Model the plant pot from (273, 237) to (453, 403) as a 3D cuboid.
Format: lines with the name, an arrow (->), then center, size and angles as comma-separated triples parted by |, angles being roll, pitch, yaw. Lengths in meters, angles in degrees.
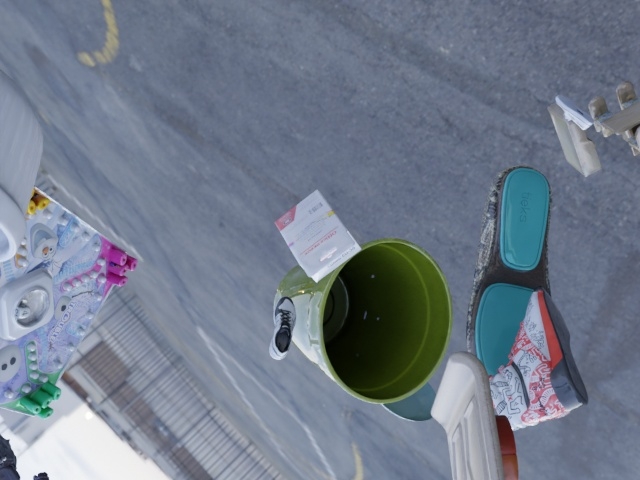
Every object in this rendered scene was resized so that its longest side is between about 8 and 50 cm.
plant pot -> 0.064, 0.176, 1.702 | 0.367, 0.366, 0.353 | 55, 156, -20

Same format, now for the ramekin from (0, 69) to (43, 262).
ramekin -> -0.309, -0.073, 0.516 | 0.207, 0.109, 0.207 | 10, 156, 4

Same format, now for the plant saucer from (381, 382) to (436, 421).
plant saucer -> 0.201, 0.386, 1.751 | 0.195, 0.195, 0.038 | 40, 122, 24

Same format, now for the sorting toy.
sorting toy -> 0.143, 0.250, 0.626 | 0.307, 0.041, 0.229 | 83, 179, -62

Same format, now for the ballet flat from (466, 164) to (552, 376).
ballet flat -> 0.365, 0.090, 1.374 | 0.163, 0.483, 0.182 | 12, 157, -2

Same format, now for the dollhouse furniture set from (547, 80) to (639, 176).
dollhouse furniture set -> 0.686, -0.289, 1.642 | 0.161, 0.242, 0.212 | 58, -174, -30

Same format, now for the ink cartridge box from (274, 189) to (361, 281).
ink cartridge box -> 0.000, 0.000, 1.387 | 0.067, 0.115, 0.198 | 50, -175, -41

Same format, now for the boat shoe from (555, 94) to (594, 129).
boat shoe -> 0.553, -0.280, 1.546 | 0.100, 0.035, 0.035 | 36, 136, -3

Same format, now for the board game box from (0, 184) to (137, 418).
board game box -> -0.547, 0.128, 1.331 | 0.050, 0.390, 0.390 | 20, 164, 25

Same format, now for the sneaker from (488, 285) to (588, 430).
sneaker -> 0.332, 0.188, 1.143 | 0.090, 0.145, 0.270 | 48, -155, -22

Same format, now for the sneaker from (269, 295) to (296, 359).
sneaker -> -0.044, 0.110, 0.899 | 0.031, 0.083, 0.037 | 9, 161, -12

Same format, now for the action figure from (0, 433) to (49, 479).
action figure -> -0.393, 0.257, 0.812 | 0.185, 0.099, 0.285 | 44, 164, -4
